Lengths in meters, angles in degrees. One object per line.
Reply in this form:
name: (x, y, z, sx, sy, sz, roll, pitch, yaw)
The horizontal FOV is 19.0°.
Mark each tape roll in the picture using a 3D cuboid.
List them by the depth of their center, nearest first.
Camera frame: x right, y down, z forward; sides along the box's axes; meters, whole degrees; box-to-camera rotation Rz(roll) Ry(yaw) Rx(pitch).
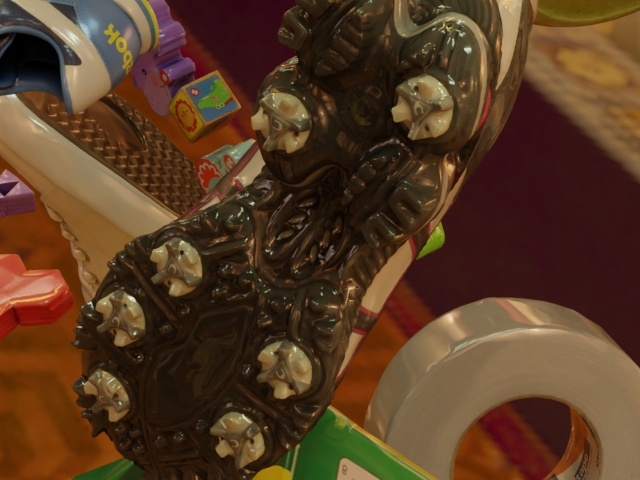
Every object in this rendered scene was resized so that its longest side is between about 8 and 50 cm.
tape roll: (0.144, 0.155, 1.425, 0.219, 0.219, 0.072, 12, 15, -15)

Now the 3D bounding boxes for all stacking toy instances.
stacking toy: (-0.058, -0.053, 0.921, 0.167, 0.052, 0.221, -28, 81, -31)

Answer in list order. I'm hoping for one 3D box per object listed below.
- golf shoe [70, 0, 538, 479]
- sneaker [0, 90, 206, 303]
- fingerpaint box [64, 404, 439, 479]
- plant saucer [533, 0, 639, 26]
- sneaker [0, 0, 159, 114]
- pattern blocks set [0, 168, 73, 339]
golf shoe: (0.000, 0.000, 0.767, 0.105, 0.273, 0.120, 45, 34, 9)
sneaker: (-0.105, 0.013, 1.052, 0.290, 0.123, 0.106, 40, 18, -39)
fingerpaint box: (0.009, 0.295, 1.039, 0.445, 0.371, 0.163, 36, 49, -30)
plant saucer: (0.219, -0.235, 1.407, 0.241, 0.241, 0.037, 1, 49, -32)
sneaker: (-0.141, -0.097, 0.789, 0.144, 0.053, 0.059, 22, 62, 14)
pattern blocks set: (-0.351, 0.018, 1.311, 0.324, 0.026, 0.285, -16, 36, -12)
